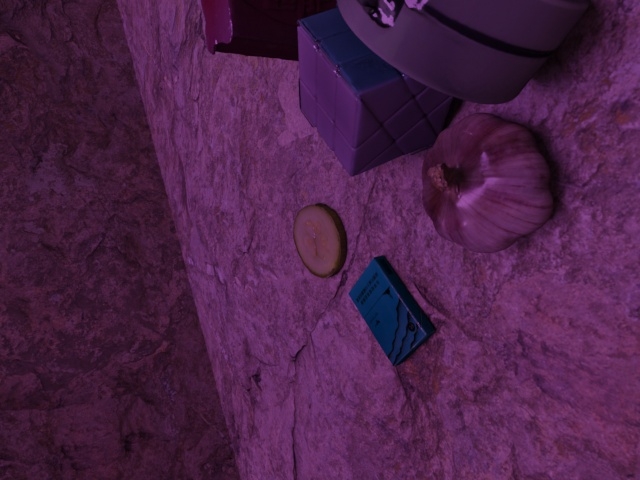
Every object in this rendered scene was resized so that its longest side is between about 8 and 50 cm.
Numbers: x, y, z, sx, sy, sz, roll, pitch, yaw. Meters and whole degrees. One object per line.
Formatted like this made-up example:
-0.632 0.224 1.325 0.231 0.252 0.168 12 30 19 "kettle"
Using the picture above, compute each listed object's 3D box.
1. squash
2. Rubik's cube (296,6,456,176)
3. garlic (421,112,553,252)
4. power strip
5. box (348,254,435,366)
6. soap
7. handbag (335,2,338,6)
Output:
-0.004 0.001 1.325 0.219 0.041 0.220 20 115 51 "squash"
0.105 -0.299 0.882 0.225 0.231 0.221 59 165 26 "Rubik's cube"
0.250 -0.096 0.773 0.245 0.253 0.245 7 99 46 "garlic"
0.197 -0.367 0.673 0.358 0.357 0.161 60 143 25 "power strip"
0.167 0.174 1.130 0.226 0.042 0.161 57 140 28 "box"
-0.081 -0.530 1.020 0.128 0.359 0.233 5 103 50 "soap"
0.083 -0.421 0.974 0.062 0.179 0.229 59 138 27 "handbag"
